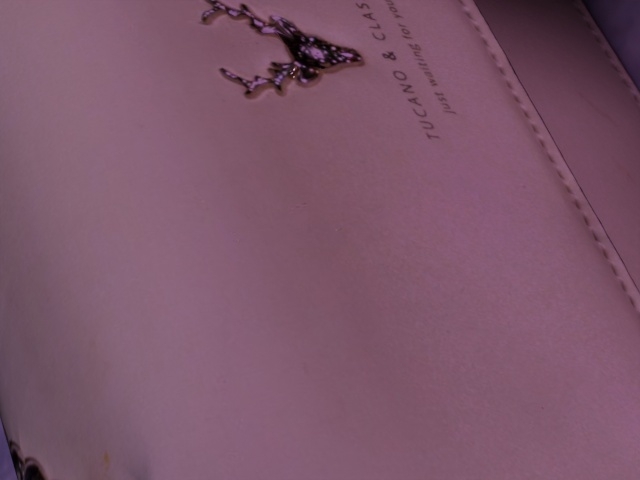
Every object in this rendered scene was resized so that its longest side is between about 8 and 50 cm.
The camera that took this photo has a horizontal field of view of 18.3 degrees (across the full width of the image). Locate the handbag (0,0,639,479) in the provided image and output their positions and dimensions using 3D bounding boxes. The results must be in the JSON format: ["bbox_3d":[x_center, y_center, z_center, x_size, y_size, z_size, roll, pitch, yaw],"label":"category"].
[{"bbox_3d":[0.000,0.000,0.615,0.160,0.237,0.358,-57,41,34],"label":"handbag"}]
